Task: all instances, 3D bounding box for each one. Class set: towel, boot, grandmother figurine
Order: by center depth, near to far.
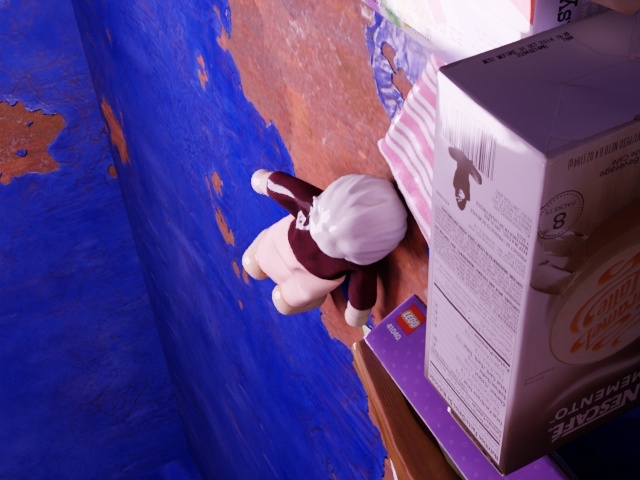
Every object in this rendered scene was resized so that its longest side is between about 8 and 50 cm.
[{"bbox_3d":[0.100,0.204,0.744,0.264,0.096,0.281,35,-147,-74],"label":"boot"},{"bbox_3d":[0.102,-0.060,0.781,0.144,0.029,0.197,66,161,13],"label":"towel"},{"bbox_3d":[0.000,0.000,1.039,0.208,0.104,0.342,43,160,-7],"label":"grandmother figurine"}]

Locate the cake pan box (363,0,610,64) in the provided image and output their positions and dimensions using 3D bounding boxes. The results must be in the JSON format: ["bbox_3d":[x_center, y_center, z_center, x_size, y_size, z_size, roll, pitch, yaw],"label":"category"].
[{"bbox_3d":[0.085,-0.241,0.585,0.267,0.070,0.246,52,152,44],"label":"cake pan box"}]

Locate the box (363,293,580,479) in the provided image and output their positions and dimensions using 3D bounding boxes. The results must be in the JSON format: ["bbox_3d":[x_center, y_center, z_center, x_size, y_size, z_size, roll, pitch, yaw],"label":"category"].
[{"bbox_3d":[0.163,0.188,0.683,0.201,0.057,0.293,46,-175,-48],"label":"box"}]

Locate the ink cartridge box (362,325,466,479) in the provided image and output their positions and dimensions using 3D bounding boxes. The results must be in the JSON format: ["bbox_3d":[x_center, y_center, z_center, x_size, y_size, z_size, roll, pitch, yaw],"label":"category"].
[{"bbox_3d":[0.095,0.214,1.044,0.235,0.056,0.171,31,138,59],"label":"ink cartridge box"}]

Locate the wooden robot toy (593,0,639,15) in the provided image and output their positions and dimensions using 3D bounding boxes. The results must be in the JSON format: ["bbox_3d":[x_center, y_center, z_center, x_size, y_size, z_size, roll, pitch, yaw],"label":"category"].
[{"bbox_3d":[0.171,-0.194,0.430,0.173,0.076,0.079,93,-174,-50],"label":"wooden robot toy"}]

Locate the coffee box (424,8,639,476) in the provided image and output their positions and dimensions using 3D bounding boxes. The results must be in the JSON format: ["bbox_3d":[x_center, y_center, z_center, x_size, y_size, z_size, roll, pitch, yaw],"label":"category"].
[{"bbox_3d":[0.145,0.005,0.552,0.098,0.141,0.247,50,154,43],"label":"coffee box"}]
